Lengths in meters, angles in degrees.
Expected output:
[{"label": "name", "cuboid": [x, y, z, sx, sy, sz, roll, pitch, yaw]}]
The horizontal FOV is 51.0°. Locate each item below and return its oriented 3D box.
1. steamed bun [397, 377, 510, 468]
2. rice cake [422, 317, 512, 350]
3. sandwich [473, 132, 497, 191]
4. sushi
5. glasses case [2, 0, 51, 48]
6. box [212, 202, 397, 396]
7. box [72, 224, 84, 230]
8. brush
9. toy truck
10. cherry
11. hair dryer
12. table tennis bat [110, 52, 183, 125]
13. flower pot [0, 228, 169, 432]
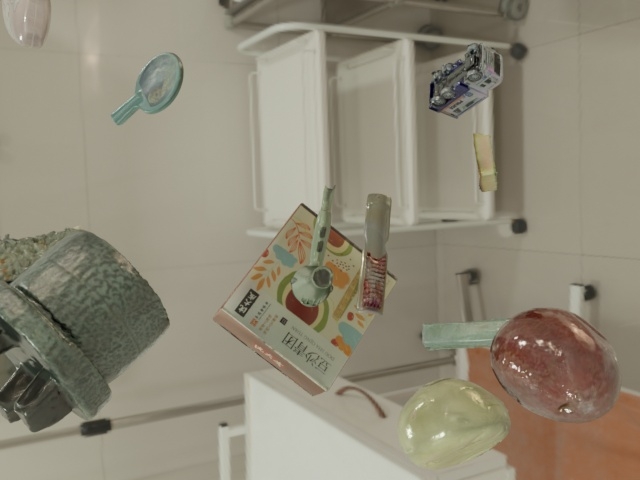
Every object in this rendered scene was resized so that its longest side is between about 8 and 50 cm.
[{"label": "steamed bun", "cuboid": [0.391, 0.543, 2.059, 0.333, 0.312, 0.233, -31, 55, 13]}, {"label": "rice cake", "cuboid": [0.417, 0.232, 1.675, 0.336, 0.063, 0.066, -7, 63, 28]}, {"label": "sandwich", "cuboid": [0.473, -0.238, 1.935, 0.193, 0.058, 0.163, 31, -129, -72]}, {"label": "sushi", "cuboid": [-0.535, 0.062, 1.305, 0.126, 0.225, 0.136, 108, 149, -42]}, {"label": "glasses case", "cuboid": [-0.563, -0.445, 1.282, 0.297, 0.075, 0.113, 43, 125, 53]}, {"label": "box", "cuboid": [-0.033, 0.154, 1.801, 0.344, 0.385, 0.122, 38, 153, -4]}, {"label": "box", "cuboid": [-0.653, 0.058, 1.558, 0.256, 0.164, 0.069, -85, -29, -72]}, {"label": "brush", "cuboid": [0.123, 0.016, 1.488, 0.050, 0.060, 0.321, 100, 179, -54]}, {"label": "toy truck", "cuboid": [0.476, -0.509, 2.156, 0.268, 0.155, 0.125, -30, 50, 56]}, {"label": "cherry", "cuboid": [0.481, 0.255, 1.362, 0.221, 0.261, 0.307, -62, 0, 5]}, {"label": "hair dryer", "cuboid": [0.001, 0.017, 1.388, 0.229, 0.092, 0.267, -128, 48, -80]}, {"label": "table tennis bat", "cuboid": [-0.416, -0.354, 1.606, 0.237, 0.038, 0.149, -31, 63, 25]}, {"label": "flower pot", "cuboid": [-0.445, 0.155, 1.126, 0.299, 0.283, 0.299, 30, 148, 21]}]
